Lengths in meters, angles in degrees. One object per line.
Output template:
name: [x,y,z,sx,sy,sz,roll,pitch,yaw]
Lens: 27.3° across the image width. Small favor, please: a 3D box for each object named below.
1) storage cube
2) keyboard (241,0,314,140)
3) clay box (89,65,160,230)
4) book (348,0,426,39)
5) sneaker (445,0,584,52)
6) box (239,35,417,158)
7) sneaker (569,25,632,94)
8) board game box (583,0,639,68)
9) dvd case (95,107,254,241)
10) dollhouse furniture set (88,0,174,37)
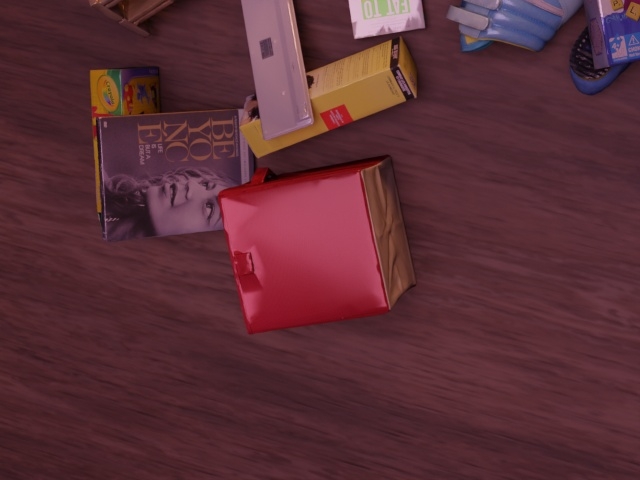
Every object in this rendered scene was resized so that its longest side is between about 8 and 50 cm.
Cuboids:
storage cube: [0.000,0.000,1.718,0.193,0.184,0.215,-9,96,17]
keyboard: [-0.061,-0.255,1.727,0.072,0.014,0.256,-20,66,23]
clay box: [-0.261,-0.125,1.802,0.053,0.127,0.222,0,99,17]
book: [0.082,-0.342,1.722,0.096,0.035,0.144,-8,95,13]
sneaker: [0.187,-0.357,1.639,0.319,0.127,0.208,39,106,8]
box: [0.010,-0.188,1.730,0.232,0.087,0.058,-19,122,17]
sneaker: [0.382,-0.271,1.636,0.069,0.082,0.209,36,89,24]
board game box: [0.451,-0.387,1.536,0.319,0.066,0.318,-13,96,-3]
dvd case: [-0.189,-0.090,1.766,0.018,0.221,0.164,13,107,60]
dollhouse furniture set: [-0.244,-0.397,1.771,0.129,0.129,0.183,-28,66,19]
